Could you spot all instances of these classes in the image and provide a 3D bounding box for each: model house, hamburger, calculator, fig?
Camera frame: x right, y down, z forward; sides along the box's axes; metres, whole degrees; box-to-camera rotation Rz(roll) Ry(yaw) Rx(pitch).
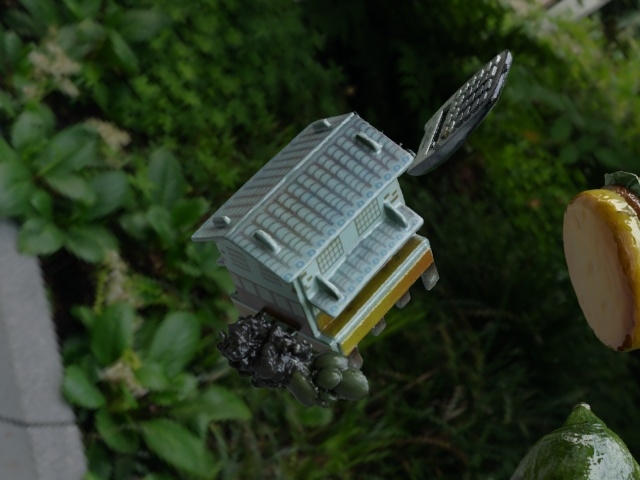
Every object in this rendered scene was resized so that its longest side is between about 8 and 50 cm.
[{"bbox_3d":[0.000,0.000,1.532,0.198,0.224,0.215,25,-31,38],"label":"model house"},{"bbox_3d":[0.436,0.024,1.768,0.246,0.169,0.246,167,-90,-80],"label":"hamburger"},{"bbox_3d":[0.242,-0.220,2.256,0.040,0.268,0.177,31,50,-9],"label":"calculator"},{"bbox_3d":[0.356,0.318,1.879,0.203,0.203,0.235,38,42,-41],"label":"fig"}]

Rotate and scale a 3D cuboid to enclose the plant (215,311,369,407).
[{"bbox_3d":[-0.029,0.135,1.430,0.174,0.087,0.085,21,11,8],"label":"plant"}]
